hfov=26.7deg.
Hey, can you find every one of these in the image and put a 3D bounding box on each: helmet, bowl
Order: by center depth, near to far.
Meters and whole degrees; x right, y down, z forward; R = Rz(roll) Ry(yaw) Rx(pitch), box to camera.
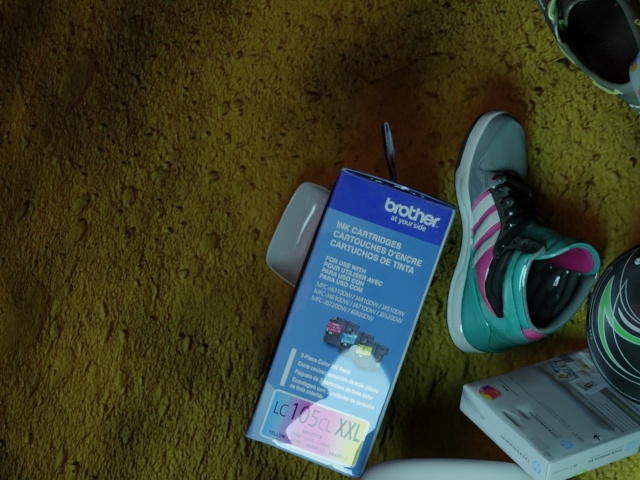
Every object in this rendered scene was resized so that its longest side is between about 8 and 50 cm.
[{"bbox_3d":[0.355,0.088,1.397,0.161,0.169,0.169,36,103,33],"label":"helmet"},{"bbox_3d":[0.000,0.000,1.882,0.142,0.053,0.142,33,101,47],"label":"bowl"}]

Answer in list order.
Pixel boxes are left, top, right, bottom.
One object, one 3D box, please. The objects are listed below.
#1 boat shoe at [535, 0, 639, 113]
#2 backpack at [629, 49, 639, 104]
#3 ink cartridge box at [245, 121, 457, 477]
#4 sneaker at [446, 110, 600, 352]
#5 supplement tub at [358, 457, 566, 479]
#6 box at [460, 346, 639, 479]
[{"bbox_3d":[0.328,-0.264,1.605,0.109,0.091,0.305,-49,46,22],"label":"boat shoe"},{"bbox_3d":[0.419,-0.165,1.411,0.144,0.166,0.188,101,162,-45],"label":"backpack"},{"bbox_3d":[0.048,0.058,1.644,0.270,0.151,0.395,-77,9,-88],"label":"ink cartridge box"},{"bbox_3d":[0.242,-0.012,1.575,0.178,0.124,0.295,-2,82,51],"label":"sneaker"},{"bbox_3d":[0.149,0.411,1.434,0.241,0.241,0.331,-12,67,44],"label":"supplement tub"},{"bbox_3d":[0.267,0.183,1.440,0.145,0.186,0.038,42,135,45],"label":"box"}]
